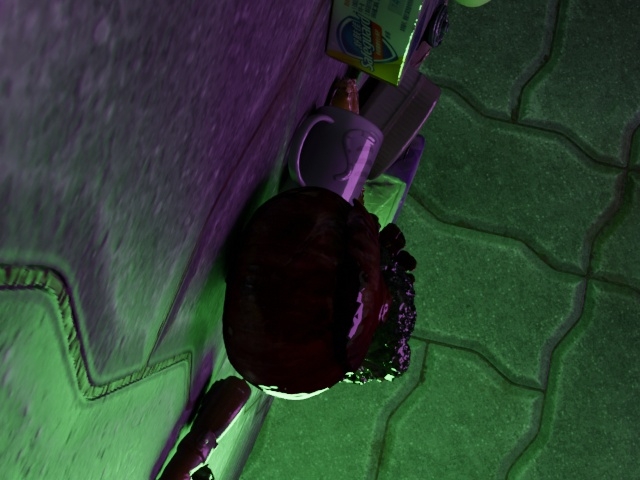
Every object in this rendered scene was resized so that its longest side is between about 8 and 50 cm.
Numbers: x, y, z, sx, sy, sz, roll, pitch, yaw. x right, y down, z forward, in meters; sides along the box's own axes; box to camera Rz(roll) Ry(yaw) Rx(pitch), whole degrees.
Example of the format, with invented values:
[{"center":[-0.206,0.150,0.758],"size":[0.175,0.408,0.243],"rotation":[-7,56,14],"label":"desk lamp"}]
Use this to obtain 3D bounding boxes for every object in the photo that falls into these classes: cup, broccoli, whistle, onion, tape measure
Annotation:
[{"center":[0.014,-0.099,1.046],"size":[0.136,0.099,0.133],"rotation":[94,20,-80],"label":"cup"},{"center":[0.015,0.111,1.348],"size":[0.275,0.308,0.308],"rotation":[-29,163,-16],"label":"broccoli"},{"center":[-0.161,0.264,1.135],"size":[0.107,0.057,0.220],"rotation":[-52,-177,43],"label":"whistle"},{"center":[-0.013,0.060,0.937],"size":[0.246,0.190,0.246],"rotation":[11,90,-85],"label":"onion"},{"center":[0.100,-0.193,1.326],"size":[0.207,0.115,0.235],"rotation":[-55,-170,11],"label":"tape measure"}]

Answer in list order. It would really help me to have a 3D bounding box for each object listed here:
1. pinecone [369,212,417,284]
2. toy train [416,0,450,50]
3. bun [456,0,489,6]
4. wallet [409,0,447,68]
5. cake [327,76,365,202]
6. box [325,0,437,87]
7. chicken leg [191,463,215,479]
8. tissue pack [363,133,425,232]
[{"center":[0.081,0.062,1.680],"size":[0.264,0.264,0.264],"rotation":[23,90,-86],"label":"pinecone"},{"center":[0.160,-0.415,1.203],"size":[0.285,0.116,0.177],"rotation":[-65,164,-13],"label":"toy train"},{"center":[0.276,-0.562,1.517],"size":[0.259,0.160,0.259],"rotation":[7,90,-88],"label":"bun"},{"center":[0.240,-0.498,1.993],"size":[0.275,0.068,0.335],"rotation":[-59,170,-47],"label":"wallet"},{"center":[0.008,-0.141,1.188],"size":[0.080,0.116,0.185],"rotation":[-69,148,-60],"label":"cake"},{"center":[0.088,-0.305,0.860],"size":[0.265,0.097,0.168],"rotation":[102,12,-72],"label":"box"},{"center":[-0.202,0.429,1.369],"size":[0.103,0.088,0.228],"rotation":[-49,158,-44],"label":"chicken leg"},{"center":[0.131,-0.128,1.989],"size":[0.338,0.160,0.242],"rotation":[-61,174,-62],"label":"tissue pack"}]
